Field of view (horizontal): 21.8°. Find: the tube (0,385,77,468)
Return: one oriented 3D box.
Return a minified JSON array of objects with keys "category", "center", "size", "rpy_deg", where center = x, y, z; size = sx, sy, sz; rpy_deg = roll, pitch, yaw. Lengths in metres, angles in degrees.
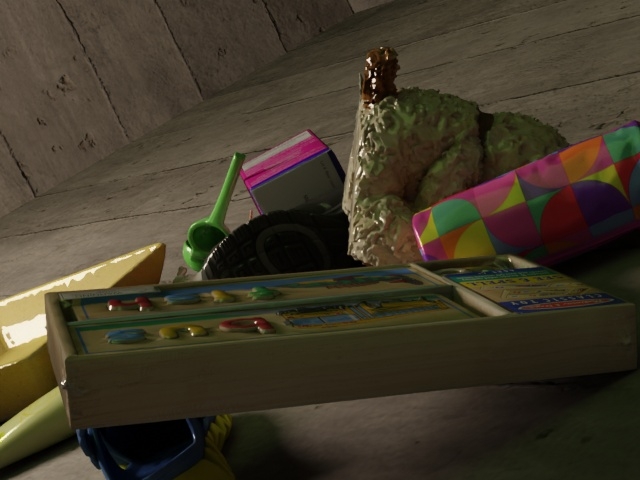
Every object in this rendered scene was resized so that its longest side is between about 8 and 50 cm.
[{"category":"tube","center":[-0.268,0.178,1.716],"size":[0.240,0.062,0.070],"rpy_deg":[-30,-29,9]}]

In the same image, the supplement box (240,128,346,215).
[{"category":"supplement box","center":[-0.024,-0.054,2.035],"size":[0.114,0.111,0.220],"rpy_deg":[-27,12,0]}]

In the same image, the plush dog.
[{"category":"plush dog","center":[0.145,-0.078,1.645],"size":[0.225,0.211,0.262],"rpy_deg":[6,14,-3]}]

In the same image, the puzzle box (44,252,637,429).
[{"category":"puzzle box","center":[0.000,0.068,1.262],"size":[0.409,0.052,0.272],"rpy_deg":[-5,9,-12]}]

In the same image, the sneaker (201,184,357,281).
[{"category":"sneaker","center":[0.000,0.000,1.830],"size":[0.286,0.109,0.130],"rpy_deg":[-20,4,-17]}]

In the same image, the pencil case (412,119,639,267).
[{"category":"pencil case","center":[0.198,-0.018,1.468],"size":[0.236,0.104,0.104],"rpy_deg":[-26,12,12]}]

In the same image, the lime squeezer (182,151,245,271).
[{"category":"lime squeezer","center":[-0.130,-0.016,2.112],"size":[0.110,0.059,0.310],"rpy_deg":[-54,-2,-16]}]

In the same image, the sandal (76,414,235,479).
[{"category":"sandal","center":[-0.150,0.146,1.416],"size":[0.126,0.138,0.317],"rpy_deg":[-30,11,-7]}]

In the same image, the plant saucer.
[{"category":"plant saucer","center":[-0.369,0.141,2.018],"size":[0.332,0.081,0.333],"rpy_deg":[-18,15,31]}]

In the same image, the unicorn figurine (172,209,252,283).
[{"category":"unicorn figurine","center":[-0.127,0.036,2.022],"size":[0.162,0.060,0.111],"rpy_deg":[-46,12,-4]}]
